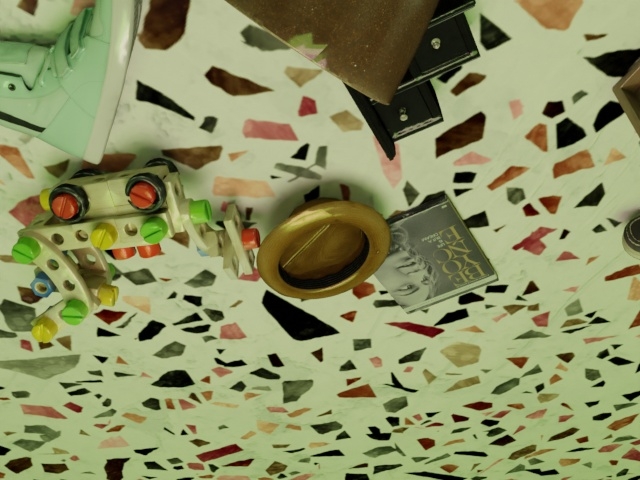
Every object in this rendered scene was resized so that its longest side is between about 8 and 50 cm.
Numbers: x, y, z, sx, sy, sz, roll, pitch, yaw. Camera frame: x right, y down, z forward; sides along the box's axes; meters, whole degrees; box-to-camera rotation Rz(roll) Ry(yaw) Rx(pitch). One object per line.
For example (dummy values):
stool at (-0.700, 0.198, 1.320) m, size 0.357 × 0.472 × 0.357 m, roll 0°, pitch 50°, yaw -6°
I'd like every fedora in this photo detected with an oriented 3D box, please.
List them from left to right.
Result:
fedora at (0.000, 0.000, 0.968) m, size 0.194 × 0.079 × 0.194 m, roll -7°, pitch 134°, yaw -7°

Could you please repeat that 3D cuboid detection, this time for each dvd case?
dvd case at (0.163, 0.030, 1.065) m, size 0.164 × 0.018 × 0.221 m, roll -23°, pitch 136°, yaw 20°

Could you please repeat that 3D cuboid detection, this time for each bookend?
bookend at (0.113, -0.190, 0.767) m, size 0.156 × 0.072 × 0.157 m, roll -21°, pitch 137°, yaw 17°

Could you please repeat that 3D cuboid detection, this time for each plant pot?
plant pot at (0.037, -0.271, 0.581) m, size 0.215 × 0.215 × 0.230 m, roll 26°, pitch 109°, yaw -30°

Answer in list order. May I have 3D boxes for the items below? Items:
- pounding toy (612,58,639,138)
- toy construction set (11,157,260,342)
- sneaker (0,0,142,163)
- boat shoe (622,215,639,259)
pounding toy at (0.438, -0.169, 0.779) m, size 0.100 × 0.130 × 0.141 m, roll 15°, pitch 135°, yaw -22°
toy construction set at (-0.246, 0.007, 0.898) m, size 0.328 × 0.151 × 0.215 m, roll -13°, pitch 114°, yaw -2°
sneaker at (-0.276, -0.194, 0.710) m, size 0.151 × 0.094 × 0.256 m, roll 17°, pitch 133°, yaw -18°
boat shoe at (0.567, -0.038, 0.948) m, size 0.285 × 0.103 × 0.092 m, roll -8°, pitch 139°, yaw 23°
